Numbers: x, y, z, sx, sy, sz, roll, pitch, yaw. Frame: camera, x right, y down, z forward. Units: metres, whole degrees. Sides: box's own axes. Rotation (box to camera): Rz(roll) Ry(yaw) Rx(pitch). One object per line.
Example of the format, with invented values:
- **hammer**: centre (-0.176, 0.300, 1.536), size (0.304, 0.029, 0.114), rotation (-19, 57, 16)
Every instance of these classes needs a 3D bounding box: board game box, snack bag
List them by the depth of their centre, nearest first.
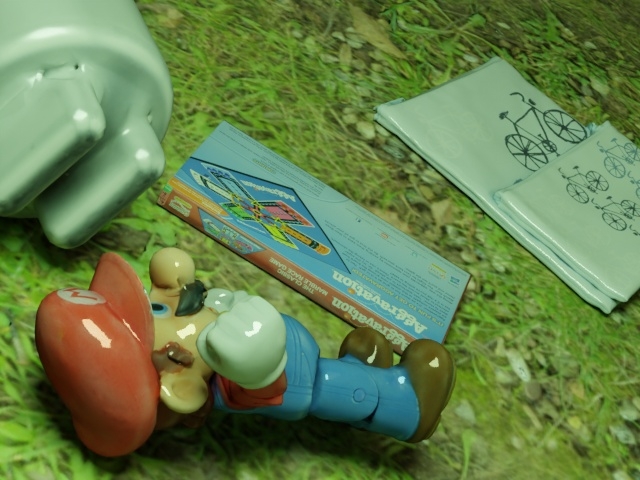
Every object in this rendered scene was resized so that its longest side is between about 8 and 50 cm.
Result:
- **board game box**: centre (0.000, 0.000, 1.313), size (0.281, 0.027, 0.145), rotation (32, 32, 0)
- **snack bag**: centre (0.262, -0.085, 1.620), size (0.342, 0.037, 0.323), rotation (42, 35, 15)

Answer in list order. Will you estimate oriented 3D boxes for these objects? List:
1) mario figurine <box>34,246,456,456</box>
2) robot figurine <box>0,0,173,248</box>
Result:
- **mario figurine**: centre (-0.054, 0.065, 1.049), size (0.320, 0.198, 0.170), rotation (10, 52, -35)
- **robot figurine**: centre (-0.246, -0.160, 1.165), size (0.300, 0.200, 0.353), rotation (39, 18, -51)
